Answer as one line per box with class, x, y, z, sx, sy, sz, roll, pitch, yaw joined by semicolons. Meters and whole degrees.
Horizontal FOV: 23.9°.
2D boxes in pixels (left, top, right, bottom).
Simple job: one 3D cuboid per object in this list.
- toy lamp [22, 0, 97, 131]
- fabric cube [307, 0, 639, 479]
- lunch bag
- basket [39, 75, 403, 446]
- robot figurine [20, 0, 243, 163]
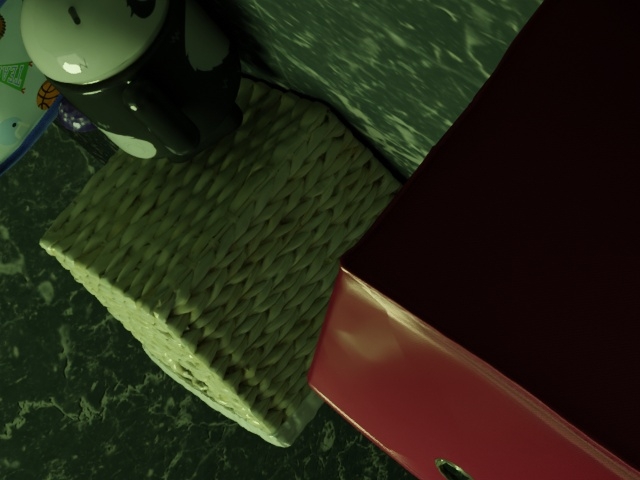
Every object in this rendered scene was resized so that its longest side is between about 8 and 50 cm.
toy lamp;-0.322;-0.255;1.905;0.080;0.080;0.275;33;150;24
fabric cube;0.169;0.036;0.930;0.254;0.259;0.258;37;162;8
lunch bag;-0.556;-0.229;2.168;0.328;0.385;0.239;29;170;46
basket;-0.090;0.002;1.775;0.328;0.331;0.266;26;161;52
robot figurine;-0.189;-0.196;1.584;0.209;0.173;0.278;17;162;36
